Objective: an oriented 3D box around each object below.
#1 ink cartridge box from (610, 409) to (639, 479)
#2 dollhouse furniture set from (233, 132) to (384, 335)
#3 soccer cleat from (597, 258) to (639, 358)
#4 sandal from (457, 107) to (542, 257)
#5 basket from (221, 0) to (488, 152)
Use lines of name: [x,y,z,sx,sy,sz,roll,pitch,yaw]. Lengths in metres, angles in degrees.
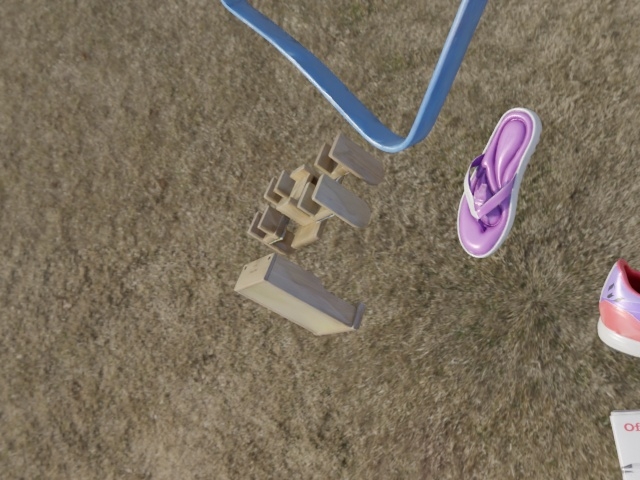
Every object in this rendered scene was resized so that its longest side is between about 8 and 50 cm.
ink cartridge box: [0.400,0.265,0.578,0.109,0.063,0.150,-13,73,28]
dollhouse furniture set: [0.000,0.000,0.796,0.212,0.161,0.242,-22,41,54]
soccer cleat: [0.501,0.095,0.597,0.319,0.109,0.116,7,118,33]
sandal: [0.454,-0.159,1.400,0.169,0.102,0.415,28,107,48]
basket: [0.024,-0.231,0.334,0.255,0.201,0.289,46,139,17]
